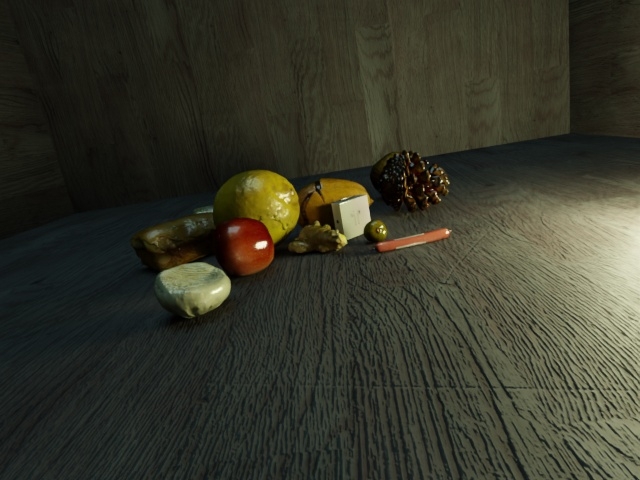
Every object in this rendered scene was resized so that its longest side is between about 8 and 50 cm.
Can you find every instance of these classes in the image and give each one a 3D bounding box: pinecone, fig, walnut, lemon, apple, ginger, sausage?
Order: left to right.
[{"bbox_3d":[-0.226,0.017,1.276,0.168,0.181,0.181,-12,15,-18],"label":"apple"},{"bbox_3d":[-0.219,-0.099,1.477,0.297,0.297,0.297,-9,15,3],"label":"lemon"},{"bbox_3d":[-0.002,-0.008,1.399,0.205,0.081,0.115,-4,23,26],"label":"ginger"},{"bbox_3d":[0.055,-0.133,1.617,0.336,0.209,0.209,-9,14,-26],"label":"walnut"},{"bbox_3d":[0.172,-0.028,1.391,0.074,0.074,0.088,-14,-2,-15],"label":"fig"},{"bbox_3d":[0.374,-0.269,1.960,0.217,0.217,0.321,-15,37,-20],"label":"fig"},{"bbox_3d":[0.271,0.000,1.291,0.253,0.034,0.034,-11,15,-8],"label":"sausage"},{"bbox_3d":[0.369,-0.225,1.679,0.292,0.246,0.246,0,10,-27],"label":"pinecone"}]

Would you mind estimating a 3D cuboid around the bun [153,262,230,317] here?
[{"bbox_3d":[-0.314,0.129,1.065,0.183,0.102,0.183,7,23,-3],"label":"bun"}]

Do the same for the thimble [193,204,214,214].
[{"bbox_3d":[-0.450,-0.075,1.826,0.143,0.137,0.190,-14,-7,-13],"label":"thimble"}]

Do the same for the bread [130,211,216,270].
[{"bbox_3d":[-0.495,-0.012,1.577,0.195,0.148,0.344,13,27,42],"label":"bread"}]

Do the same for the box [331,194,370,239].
[{"bbox_3d":[0.108,-0.082,1.506,0.130,0.129,0.051,-21,19,-35],"label":"box"}]
